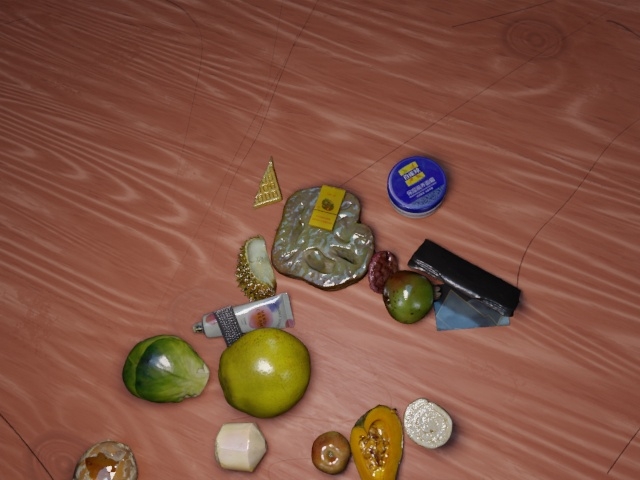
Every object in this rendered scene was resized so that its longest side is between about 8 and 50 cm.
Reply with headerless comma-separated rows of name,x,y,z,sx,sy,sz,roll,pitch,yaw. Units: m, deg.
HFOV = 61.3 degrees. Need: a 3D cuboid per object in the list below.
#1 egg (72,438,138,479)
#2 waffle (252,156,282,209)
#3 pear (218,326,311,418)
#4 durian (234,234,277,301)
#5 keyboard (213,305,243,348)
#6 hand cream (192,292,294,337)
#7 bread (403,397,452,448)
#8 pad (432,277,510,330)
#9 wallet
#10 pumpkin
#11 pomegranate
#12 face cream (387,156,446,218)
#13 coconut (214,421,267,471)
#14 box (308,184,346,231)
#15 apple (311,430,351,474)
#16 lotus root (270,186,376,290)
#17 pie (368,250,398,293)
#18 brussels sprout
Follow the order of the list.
egg,-0.662,0.737,1.661,0.195,0.195,0.233,8,71,8
waffle,-0.218,-0.219,2.021,0.125,0.032,0.191,-19,69,2
pear,-0.168,0.410,1.684,0.294,0.294,0.294,-2,72,5
durian,-0.226,0.098,1.879,0.139,0.144,0.252,-13,64,-22
keyboard,-0.291,0.319,1.805,0.067,0.011,0.202,-20,100,-4
hand cream,-0.265,0.269,1.832,0.341,0.078,0.124,-11,99,1
bread,0.324,0.558,1.650,0.148,0.141,0.134,41,83,18
pad,0.503,0.216,1.817,0.243,0.004,0.163,-6,71,3
wallet,0.478,0.122,1.772,0.378,0.197,0.051,28,121,14
pumpkin,0.186,0.641,1.669,0.163,0.111,0.278,-19,90,-42
pomegranate,0.308,0.180,1.772,0.210,0.180,0.179,-3,69,-23
face cream,0.338,-0.184,1.909,0.206,0.111,0.205,-2,71,5
coconut,-0.241,0.637,1.677,0.153,0.147,0.147,0,72,4
box,0.024,-0.113,1.858,0.087,0.023,0.155,14,72,18
apple,0.031,0.652,1.666,0.126,0.102,0.126,-2,71,4
lotus root,0.000,0.000,1.888,0.375,0.111,0.390,-32,72,-2
pie,0.208,0.106,1.821,0.038,0.153,0.153,12,70,45
brussels sprout,-0.496,0.418,1.749,0.272,0.210,0.219,19,79,-5
